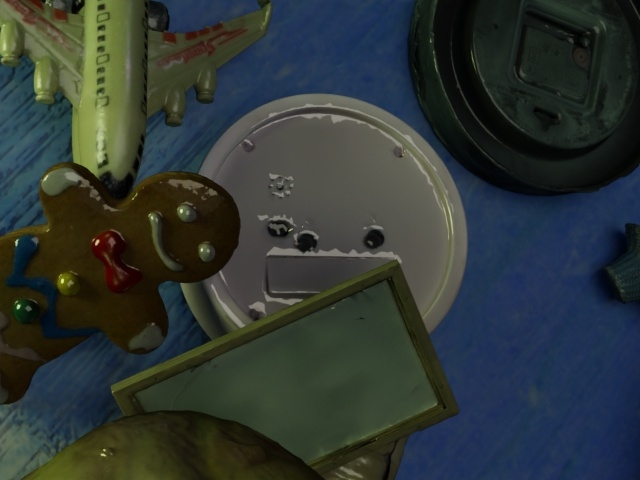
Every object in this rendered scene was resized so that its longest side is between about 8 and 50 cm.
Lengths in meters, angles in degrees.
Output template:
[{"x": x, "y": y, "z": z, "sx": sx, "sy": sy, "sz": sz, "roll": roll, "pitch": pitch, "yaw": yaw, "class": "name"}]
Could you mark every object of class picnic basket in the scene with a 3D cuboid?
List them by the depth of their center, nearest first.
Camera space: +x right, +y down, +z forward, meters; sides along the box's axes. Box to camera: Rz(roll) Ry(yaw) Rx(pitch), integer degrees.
[{"x": 0.269, "y": 0.021, "z": 1.186, "sx": 0.083, "sy": 0.065, "sz": 0.083, "roll": -24, "pitch": 83, "yaw": -5, "class": "picnic basket"}]

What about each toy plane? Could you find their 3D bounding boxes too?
[{"x": -0.141, "y": -0.129, "z": 0.995, "sx": 0.229, "sy": 0.092, "sz": 0.244, "roll": 8, "pitch": 79, "yaw": -26, "class": "toy plane"}]

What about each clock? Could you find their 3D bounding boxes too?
[{"x": 0.000, "y": 0.000, "z": 1.031, "sx": 0.197, "sy": 0.068, "sz": 0.196, "roll": 4, "pitch": 73, "yaw": -14, "class": "clock"}, {"x": 0.176, "y": -0.144, "z": 1.174, "sx": 0.226, "sy": 0.049, "sz": 0.226, "roll": 4, "pitch": 80, "yaw": -24, "class": "clock"}]

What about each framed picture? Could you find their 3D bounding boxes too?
[{"x": -0.019, "y": 0.105, "z": 0.977, "sx": 0.201, "sy": 0.010, "sz": 0.136, "roll": -24, "pitch": 122, "yaw": -1, "class": "framed picture"}]

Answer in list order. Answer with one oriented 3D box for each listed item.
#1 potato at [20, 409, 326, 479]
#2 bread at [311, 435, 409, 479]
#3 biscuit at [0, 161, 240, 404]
[{"x": -0.058, "y": 0.228, "z": 0.894, "sx": 0.289, "sy": 0.301, "sz": 0.237, "roll": 25, "pitch": 56, "yaw": -49, "class": "potato"}, {"x": 0.021, "y": 0.164, "z": 1.044, "sx": 0.073, "sy": 0.053, "sz": 0.214, "roll": 35, "pitch": 66, "yaw": -20, "class": "bread"}, {"x": -0.148, "y": 0.018, "z": 0.940, "sx": 0.205, "sy": 0.031, "sz": 0.138, "roll": -22, "pitch": 109, "yaw": -1, "class": "biscuit"}]
